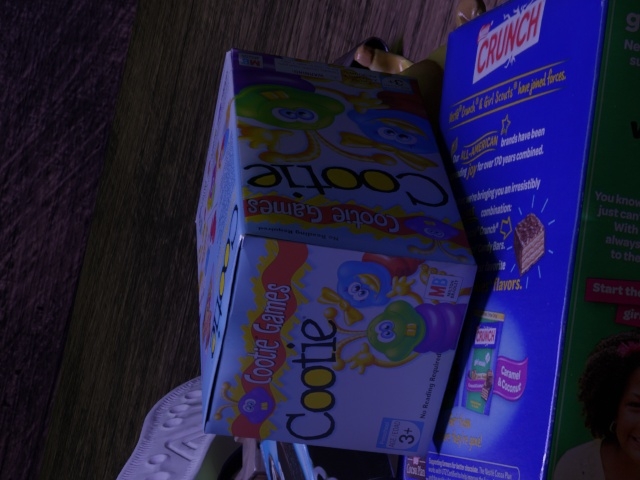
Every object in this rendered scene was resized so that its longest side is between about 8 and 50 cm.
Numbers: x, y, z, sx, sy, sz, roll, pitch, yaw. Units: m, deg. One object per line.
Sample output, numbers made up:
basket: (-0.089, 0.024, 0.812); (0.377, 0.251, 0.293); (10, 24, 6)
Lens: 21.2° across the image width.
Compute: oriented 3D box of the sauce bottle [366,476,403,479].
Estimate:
sauce bottle: (0.096, 0.275, 0.959); (0.344, 0.111, 0.111); (56, 137, 41)

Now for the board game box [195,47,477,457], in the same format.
board game box: (0.000, 0.000, 1.122); (0.275, 0.142, 0.144); (-99, 19, -61)

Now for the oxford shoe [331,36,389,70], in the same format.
oxford shoe: (0.031, -0.070, 1.544); (0.098, 0.097, 0.271); (126, 149, -45)

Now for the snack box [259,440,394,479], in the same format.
snack box: (0.035, 0.279, 1.180); (0.187, 0.060, 0.322); (126, 129, -75)

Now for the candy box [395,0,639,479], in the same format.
candy box: (0.153, 0.010, 1.039); (0.268, 0.122, 0.317); (168, 109, -75)

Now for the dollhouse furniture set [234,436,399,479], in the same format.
dollhouse furniture set: (-0.011, 0.187, 1.422); (0.182, 0.161, 0.101); (124, 150, -53)

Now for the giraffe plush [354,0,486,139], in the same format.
giraffe plush: (0.087, -0.086, 1.310); (0.210, 0.181, 0.170); (-51, 11, -32)

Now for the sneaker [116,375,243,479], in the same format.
sneaker: (-0.101, 0.289, 1.728); (0.323, 0.130, 0.236); (-54, -46, -63)
